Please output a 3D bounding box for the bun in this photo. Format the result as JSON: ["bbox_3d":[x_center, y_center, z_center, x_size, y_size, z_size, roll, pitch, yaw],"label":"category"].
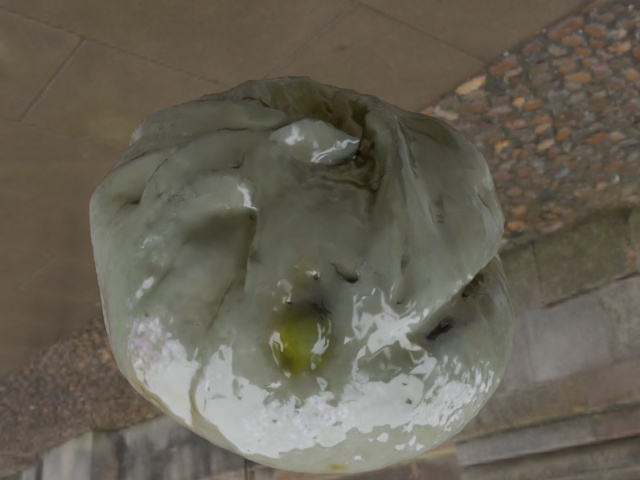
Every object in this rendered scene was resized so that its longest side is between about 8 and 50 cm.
[{"bbox_3d":[0.000,0.000,0.652,0.365,0.365,0.219,3,134,-17],"label":"bun"}]
